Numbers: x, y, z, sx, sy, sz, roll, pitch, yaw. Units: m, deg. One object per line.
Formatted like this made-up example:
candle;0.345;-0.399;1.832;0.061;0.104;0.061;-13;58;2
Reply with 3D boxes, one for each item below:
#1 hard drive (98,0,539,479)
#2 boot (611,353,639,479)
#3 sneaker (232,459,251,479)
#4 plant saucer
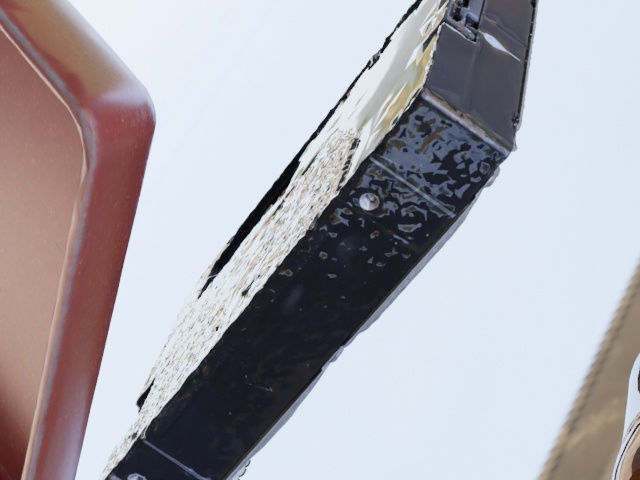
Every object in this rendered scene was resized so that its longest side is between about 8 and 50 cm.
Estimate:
hard drive;0.000;0.000;0.873;0.339;0.064;0.237;-52;-170;30
boot;0.116;0.131;0.361;0.073;0.197;0.152;-22;-164;17
sneaker;-0.116;0.197;1.252;0.063;0.073;0.162;-32;-165;46
plant saucer;-0.146;-0.029;0.523;0.048;0.259;0.258;-20;145;-34
